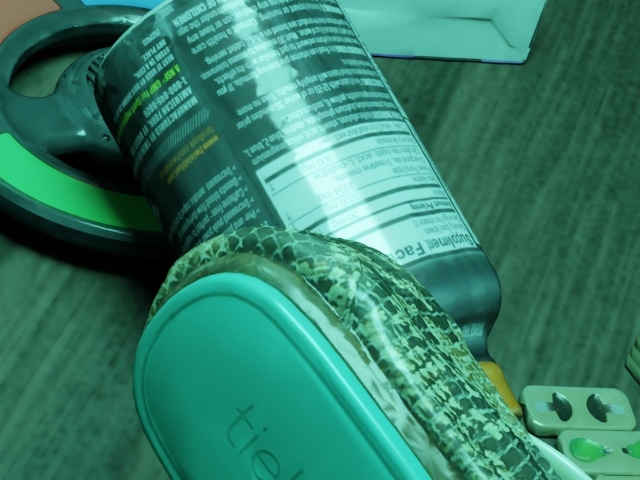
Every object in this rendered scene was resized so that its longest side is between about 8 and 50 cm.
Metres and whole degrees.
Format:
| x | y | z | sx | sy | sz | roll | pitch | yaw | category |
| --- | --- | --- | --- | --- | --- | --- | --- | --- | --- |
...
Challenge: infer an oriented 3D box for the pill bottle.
| x | y | z | sx | sy | sz | roll | pitch | yaw | category |
| --- | --- | --- | --- | --- | --- | --- | --- | --- | --- |
| 0.000 | 0.000 | 0.931 | 0.130 | 0.130 | 0.245 | -18 | 71 | -34 | pill bottle |

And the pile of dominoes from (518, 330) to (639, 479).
| x | y | z | sx | sy | sz | roll | pitch | yaw | category |
| --- | --- | --- | --- | --- | --- | --- | --- | --- | --- |
| 0.238 | 0.129 | 0.963 | 0.196 | 0.040 | 0.251 | -12 | 48 | -30 | pile of dominoes |

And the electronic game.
| x | y | z | sx | sy | sz | roll | pitch | yaw | category |
| --- | --- | --- | --- | --- | --- | --- | --- | --- | --- |
| -0.099 | -0.072 | 1.065 | 0.229 | 0.048 | 0.229 | 10 | 42 | -9 | electronic game |

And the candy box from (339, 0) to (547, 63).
| x | y | z | sx | sy | sz | roll | pitch | yaw | category |
| --- | --- | --- | --- | --- | --- | --- | --- | --- | --- |
| 0.038 | -0.202 | 1.240 | 0.165 | 0.070 | 0.196 | 1 | 44 | -17 | candy box |

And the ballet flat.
| x | y | z | sx | sy | sz | roll | pitch | yaw | category |
| --- | --- | --- | --- | --- | --- | --- | --- | --- | --- |
| 0.103 | 0.193 | 0.732 | 0.182 | 0.164 | 0.483 | -2 | 55 | -53 | ballet flat |
